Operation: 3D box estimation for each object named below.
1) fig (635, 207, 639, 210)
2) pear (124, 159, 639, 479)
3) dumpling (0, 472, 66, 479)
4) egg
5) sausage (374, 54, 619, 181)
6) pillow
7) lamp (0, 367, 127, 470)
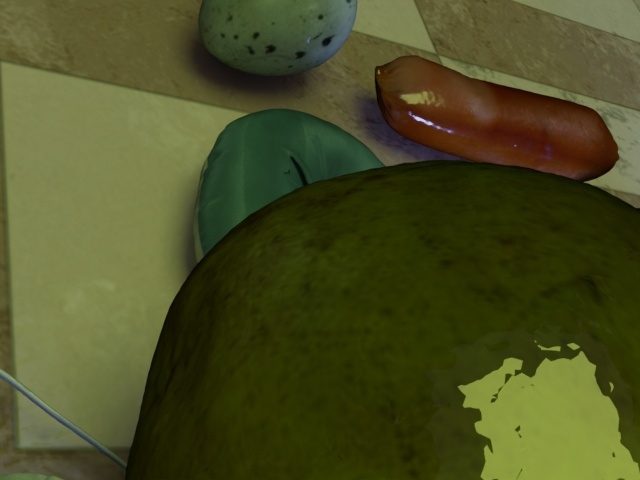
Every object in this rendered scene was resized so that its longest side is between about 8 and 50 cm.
[{"bbox_3d":[0.337,0.025,0.964,0.133,0.184,0.127,-25,109,-51],"label":"fig"},{"bbox_3d":[0.078,0.126,0.496,0.352,0.352,0.413,34,36,-5],"label":"pear"},{"bbox_3d":[-0.132,0.209,0.418,0.152,0.108,0.219,-9,59,7],"label":"dumpling"},{"bbox_3d":[-0.043,-0.215,0.872,0.164,0.131,0.131,-24,69,-36],"label":"egg"},{"bbox_3d":[0.182,-0.117,0.979,0.300,0.083,0.089,11,57,-24],"label":"sausage"},{"bbox_3d":[0.000,0.000,0.740,0.214,0.086,0.233,19,46,-29],"label":"pillow"},{"bbox_3d":[-0.165,0.107,0.546,0.198,0.050,0.056,36,42,-4],"label":"lamp"}]
